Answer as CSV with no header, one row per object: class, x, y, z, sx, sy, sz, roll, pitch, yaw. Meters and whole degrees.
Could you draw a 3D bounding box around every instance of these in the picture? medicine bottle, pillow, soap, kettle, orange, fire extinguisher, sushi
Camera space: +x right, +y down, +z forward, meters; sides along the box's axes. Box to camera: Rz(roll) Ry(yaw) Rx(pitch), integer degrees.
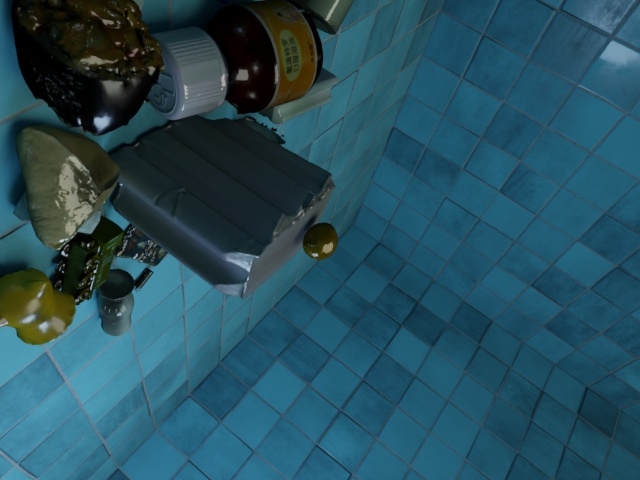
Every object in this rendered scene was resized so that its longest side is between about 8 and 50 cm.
medicine bottle,-0.194,-0.387,1.092,0.395,0.242,0.242,-36,159,-36
pillow,-0.488,-0.014,1.447,0.189,0.034,0.255,-55,166,-4
soap,-0.244,-0.105,1.203,0.350,0.435,0.213,-48,166,-37
kettle,0.028,-0.691,1.245,0.255,0.165,0.240,-57,166,11
soap,-0.095,-0.445,1.417,0.289,0.173,0.095,-39,160,-48
orange,0.000,0.000,1.202,0.095,0.085,0.085,-64,166,5
fire extinguisher,-0.564,0.126,1.546,0.038,0.025,0.083,39,85,-39
sushi,-0.368,-0.314,0.796,0.204,0.213,0.200,-48,-163,41

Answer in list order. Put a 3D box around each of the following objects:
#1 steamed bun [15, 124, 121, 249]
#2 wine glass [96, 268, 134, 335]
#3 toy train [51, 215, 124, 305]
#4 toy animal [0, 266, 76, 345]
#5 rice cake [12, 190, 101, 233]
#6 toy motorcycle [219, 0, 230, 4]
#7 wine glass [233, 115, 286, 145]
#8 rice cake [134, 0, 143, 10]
steamed bun,-0.468,-0.124,0.960,0.212,0.111,0.231,-62,159,-59
wine glass,-0.595,0.187,1.423,0.103,0.103,0.231,-43,167,-40
toy train,-0.572,0.057,1.207,0.225,0.090,0.137,-57,179,33
toy animal,-0.638,0.156,1.094,0.156,0.156,0.229,-50,164,-18
rice cake,-0.550,-0.058,1.039,0.069,0.063,0.206,-62,166,-1
toy motorcycle,-0.139,-0.594,1.030,0.331,0.125,0.196,-28,153,-55
wine glass,-0.252,-0.190,1.505,0.357,0.190,0.190,-64,164,19
rice cake,-0.305,-0.494,0.864,0.211,0.034,0.043,-58,163,18
